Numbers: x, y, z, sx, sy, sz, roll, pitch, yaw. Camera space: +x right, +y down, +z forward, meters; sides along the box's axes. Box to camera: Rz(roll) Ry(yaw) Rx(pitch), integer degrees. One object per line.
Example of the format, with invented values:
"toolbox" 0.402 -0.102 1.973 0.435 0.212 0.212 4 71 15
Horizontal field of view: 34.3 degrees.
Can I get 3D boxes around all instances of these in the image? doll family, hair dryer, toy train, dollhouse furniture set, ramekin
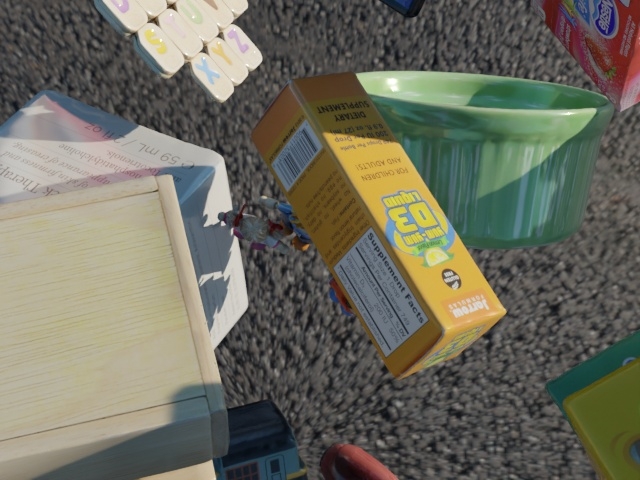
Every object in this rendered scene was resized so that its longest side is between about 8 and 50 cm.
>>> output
"doll family" 0.000 0.000 1.368 0.263 0.163 0.118 34 84 -6
"hair dryer" 0.022 0.427 1.624 0.294 0.080 0.223 -12 54 15
"toy train" -0.163 0.300 1.160 0.334 0.142 0.190 -12 112 -16
"dollhouse furniture set" -0.201 0.154 0.701 0.257 0.394 0.362 -11 59 -11
"ramekin" 0.161 -0.095 1.149 0.304 0.303 0.148 3 106 -2

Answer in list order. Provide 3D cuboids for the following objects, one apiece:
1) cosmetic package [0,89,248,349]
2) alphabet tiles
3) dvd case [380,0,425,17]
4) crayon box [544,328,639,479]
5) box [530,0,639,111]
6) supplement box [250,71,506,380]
"cosmetic package" -0.350 0.065 1.441 0.329 0.327 0.393 21 52 22
"alphabet tiles" -0.194 -0.322 1.397 0.021 0.284 0.278 -34 104 33
"dvd case" 0.024 -0.331 0.892 0.253 0.022 0.180 38 118 23
"crayon box" 0.241 0.112 0.403 0.203 0.083 0.323 -31 48 4
"box" 0.237 -0.222 0.736 0.123 0.257 0.128 -31 68 -3
"supplement box" 0.041 -0.016 0.794 0.078 0.080 0.233 -15 68 -41
